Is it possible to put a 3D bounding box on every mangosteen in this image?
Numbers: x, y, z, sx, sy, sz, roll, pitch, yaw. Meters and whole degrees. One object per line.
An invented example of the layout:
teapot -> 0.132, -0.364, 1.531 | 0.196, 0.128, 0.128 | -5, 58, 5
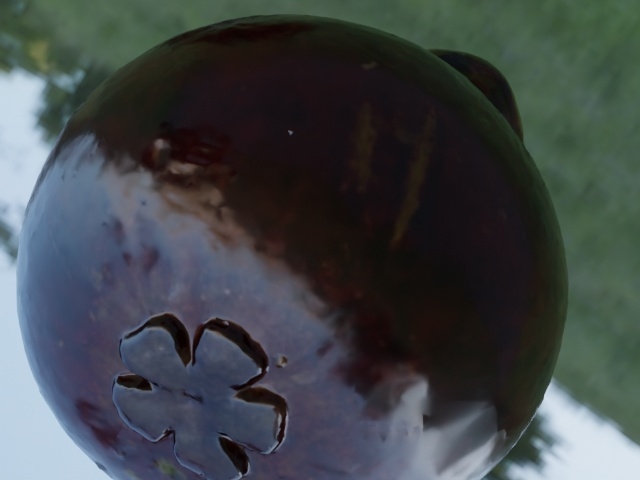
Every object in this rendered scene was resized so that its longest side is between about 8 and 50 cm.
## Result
mangosteen -> 0.000, 0.000, 0.752 | 0.215, 0.215, 0.257 | 34, -143, 1
